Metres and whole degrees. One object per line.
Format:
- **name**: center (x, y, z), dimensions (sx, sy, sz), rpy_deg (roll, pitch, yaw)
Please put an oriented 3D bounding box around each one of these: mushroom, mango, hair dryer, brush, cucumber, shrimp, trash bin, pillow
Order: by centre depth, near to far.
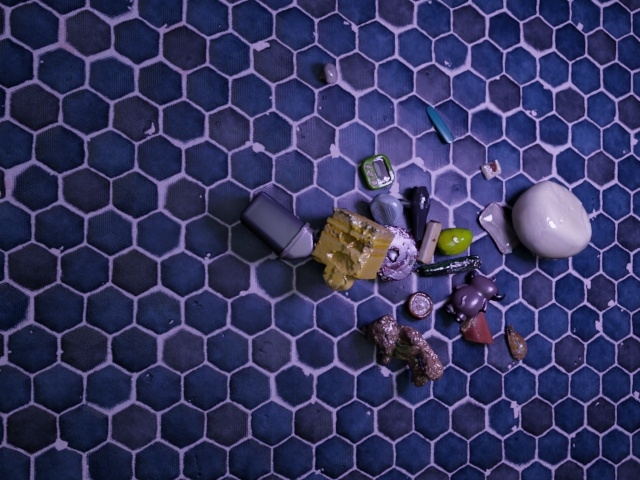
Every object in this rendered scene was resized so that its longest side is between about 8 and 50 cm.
- **trash bin**: center (-0.157, -0.042, 1.634), dimensions (0.290, 0.209, 0.182), rpy_deg (41, 83, -3)
- **mushroom**: center (0.028, -0.681, 1.746), dimensions (0.079, 0.085, 0.085), rpy_deg (-4, 91, 30)
- **hair dryer**: center (0.327, -0.118, 1.813), dimensions (0.271, 0.091, 0.236), rpy_deg (2, 100, 1)
- **mushroom**: center (0.424, 0.279, 1.827), dimensions (0.123, 0.052, 0.123), rpy_deg (2, 83, -15)
- **mango**: center (0.583, -0.001, 1.838), dimensions (0.178, 0.100, 0.119), rpy_deg (-19, 91, -19)
- **cucumber**: center (0.554, 0.116, 1.848), dimensions (0.293, 0.067, 0.068), rpy_deg (-10, 92, -11)
- **brush**: center (0.519, -0.504, 1.864), dimensions (0.043, 0.032, 0.193), rpy_deg (-32, 84, -6)
- **pillow**: center (0.808, -0.053, 1.913), dimensions (0.130, 0.038, 0.233), rpy_deg (-41, 97, -7)
- **shrimp**: center (0.882, 0.457, 1.929), dimensions (0.091, 0.043, 0.184), rpy_deg (-33, 103, -17)

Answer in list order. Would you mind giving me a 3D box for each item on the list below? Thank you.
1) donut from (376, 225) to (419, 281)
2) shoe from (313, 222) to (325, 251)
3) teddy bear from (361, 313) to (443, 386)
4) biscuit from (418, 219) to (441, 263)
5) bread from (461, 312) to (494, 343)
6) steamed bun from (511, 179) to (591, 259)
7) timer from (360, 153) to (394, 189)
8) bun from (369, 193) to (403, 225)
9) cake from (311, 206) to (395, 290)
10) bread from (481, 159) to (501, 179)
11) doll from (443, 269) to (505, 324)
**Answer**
- **donut**: center (0.291, 0.054, 1.781), dimensions (0.234, 0.089, 0.235), rpy_deg (0, 90, -13)
- **shoe**: center (0.000, 0.000, 1.736), dimensions (0.071, 0.064, 0.143), rpy_deg (23, 86, -5)
- **teddy bear**: center (0.327, 0.446, 1.720), dimensions (0.222, 0.246, 0.296), rpy_deg (-4, 61, -29)
- **biscuit**: center (0.461, 0.006, 1.812), dimensions (0.056, 0.052, 0.188), rpy_deg (4, 104, -46)
- **bread**: center (0.686, 0.393, 1.871), dimensions (0.119, 0.067, 0.193), rpy_deg (-25, 94, -11)
- **steamed bun**: center (0.969, -0.082, 1.845), dimensions (0.311, 0.233, 0.334), rpy_deg (31, 52, -10)
- **timer**: center (0.241, -0.287, 1.794), dimensions (0.128, 0.047, 0.140), rpy_deg (-22, 94, -9)
- **bun**: center (0.269, -0.131, 1.727), dimensions (0.141, 0.141, 0.083), rpy_deg (44, 48, -8)
- **cake**: center (0.113, 0.046, 1.638), dimensions (0.222, 0.227, 0.286), rpy_deg (29, 100, 26)
- **bread**: center (0.766, -0.315, 1.908), dimensions (0.083, 0.035, 0.070), rpy_deg (-22, 95, -14)
- **doll**: center (0.658, 0.245, 1.831), dimensions (0.257, 0.117, 0.182), rpy_deg (-39, 55, -10)
